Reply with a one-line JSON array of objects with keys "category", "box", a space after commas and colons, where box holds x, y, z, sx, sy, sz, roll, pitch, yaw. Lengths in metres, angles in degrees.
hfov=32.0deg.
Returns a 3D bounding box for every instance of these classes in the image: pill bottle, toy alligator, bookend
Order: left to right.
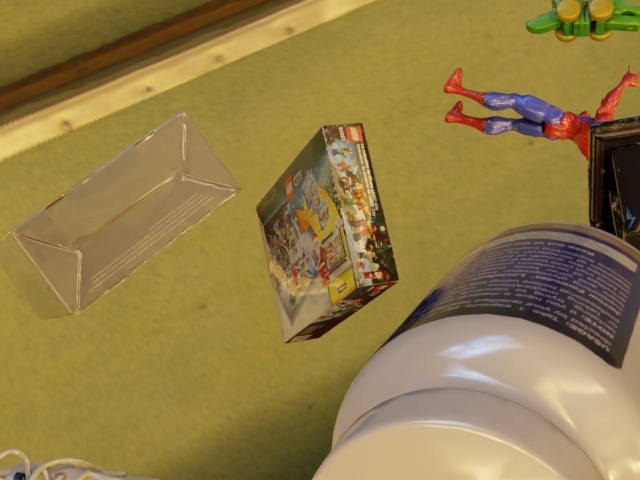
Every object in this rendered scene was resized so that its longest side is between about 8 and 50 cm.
[{"category": "pill bottle", "box": [0.095, 0.092, 0.543, 0.153, 0.265, 0.153, 6, 106, 20]}, {"category": "toy alligator", "box": [0.342, -0.274, 1.335, 0.190, 0.056, 0.051, 0, 68, 12]}, {"category": "bookend", "box": [0.231, 0.018, 0.764, 0.072, 0.156, 0.157, -8, 67, 10]}]

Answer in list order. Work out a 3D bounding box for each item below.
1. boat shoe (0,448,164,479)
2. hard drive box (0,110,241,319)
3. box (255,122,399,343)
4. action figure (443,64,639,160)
[{"category": "boat shoe", "box": [-0.305, 0.292, 1.218, 0.156, 0.367, 0.135, 54, 42, -43]}, {"category": "hard drive box", "box": [-0.195, -0.015, 1.024, 0.181, 0.232, 0.089, -38, 98, -20]}, {"category": "box", "box": [0.000, 0.000, 1.125, 0.044, 0.233, 0.159, -6, 75, -21]}, {"category": "action figure", "box": [0.322, -0.183, 1.509, 0.139, 0.280, 0.091, -49, 148, -32]}]
